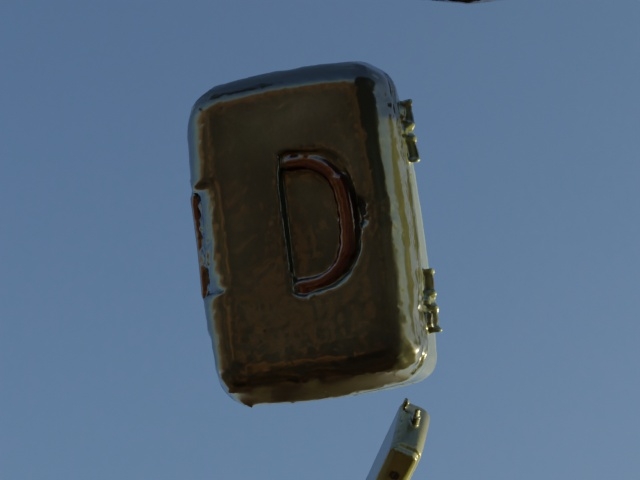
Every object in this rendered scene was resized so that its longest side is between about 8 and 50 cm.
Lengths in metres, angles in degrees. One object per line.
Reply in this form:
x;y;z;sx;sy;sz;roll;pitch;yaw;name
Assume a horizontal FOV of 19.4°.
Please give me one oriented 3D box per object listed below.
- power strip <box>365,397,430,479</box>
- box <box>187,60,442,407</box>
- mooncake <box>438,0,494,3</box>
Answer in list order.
0.052;0.205;1.543;0.028;0.076;0.169;23;-61;0;power strip
0.000;0.000;1.190;0.148;0.210;0.129;-9;-13;12;box
0.138;-0.232;0.983;0.284;0.284;0.155;-16;-70;20;mooncake
